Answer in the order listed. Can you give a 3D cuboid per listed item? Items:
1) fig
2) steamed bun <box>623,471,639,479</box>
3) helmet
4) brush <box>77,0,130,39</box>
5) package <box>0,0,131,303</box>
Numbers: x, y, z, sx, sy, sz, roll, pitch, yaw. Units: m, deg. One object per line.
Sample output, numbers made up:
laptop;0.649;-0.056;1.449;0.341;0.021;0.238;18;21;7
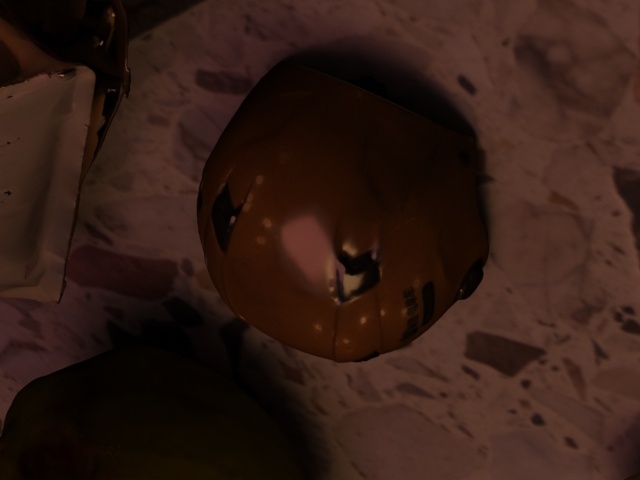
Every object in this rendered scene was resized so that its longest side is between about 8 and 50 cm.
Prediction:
fig;-0.120;0.204;1.473;0.271;0.239;0.239;25;142;-18
steamed bun;0.245;0.206;1.313;0.130;0.091;0.112;35;141;5
helmet;0.000;0.000;1.272;0.198;0.130;0.224;26;139;17
brush;-0.238;-0.169;1.352;0.248;0.036;0.043;17;134;21
package;-0.231;-0.075;1.334;0.165;0.221;0.311;-5;152;-15
